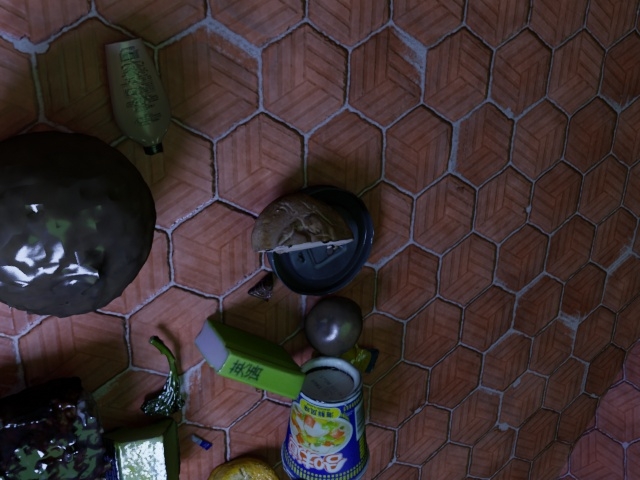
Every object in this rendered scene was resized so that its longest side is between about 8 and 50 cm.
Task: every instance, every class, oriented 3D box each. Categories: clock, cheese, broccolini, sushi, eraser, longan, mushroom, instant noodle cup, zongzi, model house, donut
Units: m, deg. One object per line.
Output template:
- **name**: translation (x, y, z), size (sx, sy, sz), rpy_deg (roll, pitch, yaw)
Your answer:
- **clock**: translation (0.000, 0.000, 1.755), size (0.325, 0.067, 0.325), rpy_deg (-11, 114, -26)
- **cheese**: translation (0.075, 0.378, 1.952), size (0.270, 0.069, 0.177), rpy_deg (10, 104, -35)
- **broccolini**: translation (-0.437, 0.366, 1.648), size (0.123, 0.062, 0.271), rpy_deg (-30, 129, -35)
- **sushi**: translation (-0.653, 0.478, 1.430), size (0.294, 0.281, 0.299), rpy_deg (-14, 109, -25)
- **eraser**: translation (-0.187, 0.325, 1.693), size (0.274, 0.210, 0.092), rpy_deg (29, 93, -34)
- **longan**: translation (0.041, 0.247, 1.815), size (0.167, 0.167, 0.187), rpy_deg (8, 139, -33)
- **mushroom**: translation (-0.046, -0.048, 1.609), size (0.286, 0.156, 0.151), rpy_deg (-5, 82, -28)
- **instant noodle cup**: translation (0.019, 0.520, 1.823), size (0.284, 0.284, 0.312), rpy_deg (-14, 124, -26)
- **longan**: translation (-0.528, -0.029, 1.242), size (0.391, 0.391, 0.391), rpy_deg (-12, 115, -27)
- **zongzi**: translation (-0.151, 0.129, 1.716), size (0.067, 0.073, 0.083), rpy_deg (28, 93, -17)
- **model house**: translation (-0.495, 0.595, 1.663), size (0.211, 0.170, 0.193), rpy_deg (-6, 96, -2)
- **donut**: translation (-0.228, 0.775, 1.865), size (0.254, 0.118, 0.253), rpy_deg (7, 71, -20)

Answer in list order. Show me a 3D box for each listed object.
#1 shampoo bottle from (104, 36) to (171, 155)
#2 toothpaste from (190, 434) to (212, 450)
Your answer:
- **shampoo bottle**: translation (-0.401, -0.313, 1.382), size (0.127, 0.078, 0.256), rpy_deg (-23, 117, -27)
- **toothpaste**: translation (-0.349, 0.591, 1.822), size (0.024, 0.015, 0.083), rpy_deg (-40, 130, -1)
